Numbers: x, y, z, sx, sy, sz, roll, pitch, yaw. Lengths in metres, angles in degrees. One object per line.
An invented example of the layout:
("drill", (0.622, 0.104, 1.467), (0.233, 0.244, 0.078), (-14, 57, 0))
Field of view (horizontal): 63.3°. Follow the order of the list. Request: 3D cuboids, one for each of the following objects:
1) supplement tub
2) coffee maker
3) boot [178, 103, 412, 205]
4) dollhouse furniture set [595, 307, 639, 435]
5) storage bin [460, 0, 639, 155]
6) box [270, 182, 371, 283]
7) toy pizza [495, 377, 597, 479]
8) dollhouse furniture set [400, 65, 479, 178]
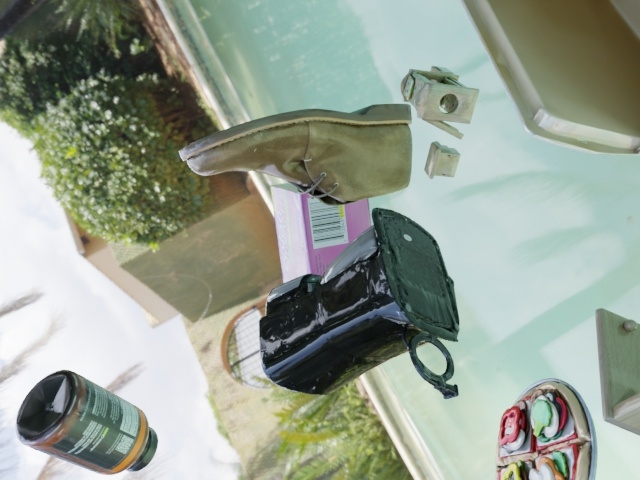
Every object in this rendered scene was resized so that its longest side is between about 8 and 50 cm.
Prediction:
("supplement tub", (-0.321, 0.270, 0.743), (0.106, 0.106, 0.197), (56, 179, 45))
("coffee maker", (0.027, 0.080, 0.490), (0.120, 0.178, 0.171), (40, -143, -17))
("boot", (-0.008, -0.092, 0.610), (0.112, 0.306, 0.115), (3, 103, 59))
("dollhouse furniture set", (0.352, 0.099, 0.442), (0.144, 0.123, 0.151), (23, 139, -1))
("storage bin", (0.180, -0.217, 0.249), (0.262, 0.123, 0.260), (111, 155, -53))
("box", (0.000, 0.000, 0.949), (0.243, 0.118, 0.213), (-150, 51, -71))
("toy pizza", (0.268, 0.270, 0.653), (0.032, 0.201, 0.201), (20, 178, -5))
("dollhouse furniture set", (0.185, -0.220, 0.936), (0.181, 0.101, 0.160), (-101, 18, -61))
